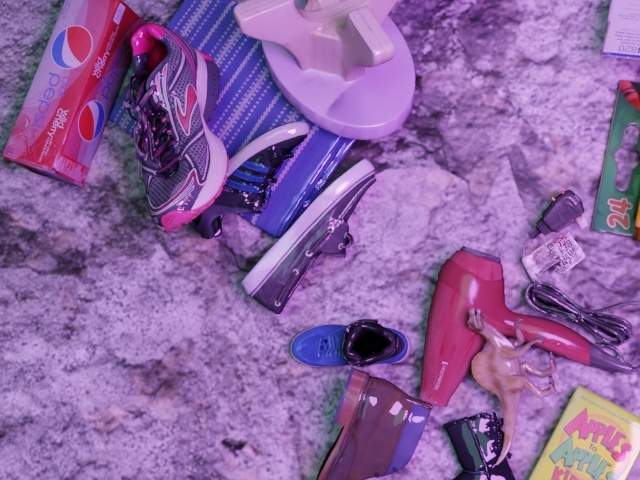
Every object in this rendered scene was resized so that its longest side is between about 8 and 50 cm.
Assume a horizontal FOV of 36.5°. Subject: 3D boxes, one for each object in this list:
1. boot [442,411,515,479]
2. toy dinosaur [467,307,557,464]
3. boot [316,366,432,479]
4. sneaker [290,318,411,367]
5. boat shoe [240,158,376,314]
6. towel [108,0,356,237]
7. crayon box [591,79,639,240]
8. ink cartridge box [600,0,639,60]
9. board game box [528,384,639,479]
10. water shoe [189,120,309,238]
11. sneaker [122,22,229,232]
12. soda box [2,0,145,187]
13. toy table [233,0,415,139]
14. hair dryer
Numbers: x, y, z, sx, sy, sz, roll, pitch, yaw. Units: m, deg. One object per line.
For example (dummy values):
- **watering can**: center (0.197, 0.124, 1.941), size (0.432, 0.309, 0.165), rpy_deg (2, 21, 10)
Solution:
- **boot**: center (0.167, 0.257, 1.124), size (0.121, 0.045, 0.099), rpy_deg (-17, 75, 5)
- **toy dinosaur**: center (0.218, 0.154, 1.095), size (0.092, 0.053, 0.183), rpy_deg (-12, 97, 23)
- **boot**: center (0.054, 0.267, 1.134), size (0.106, 0.082, 0.219), rpy_deg (16, 101, 5)
- **sneaker**: center (0.028, 0.125, 1.176), size (0.152, 0.084, 0.058), rpy_deg (1, 78, 17)
- **boat shoe**: center (0.000, 0.000, 1.223), size (0.076, 0.080, 0.228), rpy_deg (44, 89, 4)
- **towel**: center (-0.107, -0.182, 1.321), size (0.336, 0.040, 0.243), rpy_deg (35, 92, 23)
- **crayon box**: center (0.481, -0.082, 1.088), size (0.318, 0.081, 0.202), rpy_deg (10, 81, 19)
- **ink cartridge box**: center (0.458, -0.281, 1.137), size (0.223, 0.045, 0.224), rpy_deg (12, 67, 19)
- **board game box**: center (0.289, 0.264, 1.086), size (0.092, 0.043, 0.181), rpy_deg (27, 87, 21)
- **water shoe**: center (-0.085, -0.076, 1.242), size (0.203, 0.073, 0.080), rpy_deg (-33, 88, 18)
- **sneaker**: center (-0.197, -0.141, 1.221), size (0.121, 0.112, 0.299), rpy_deg (-27, 52, 23)
- **soda box**: center (-0.346, -0.216, 1.371), size (0.092, 0.083, 0.263), rpy_deg (17, 82, 20)
- **toy table**: center (0.016, -0.272, 1.199), size (0.252, 0.161, 0.274), rpy_deg (-34, 64, -17)
- **hair dryer**: center (0.230, 0.097, 1.122), size (0.293, 0.080, 0.224), rpy_deg (-33, 75, 13)
